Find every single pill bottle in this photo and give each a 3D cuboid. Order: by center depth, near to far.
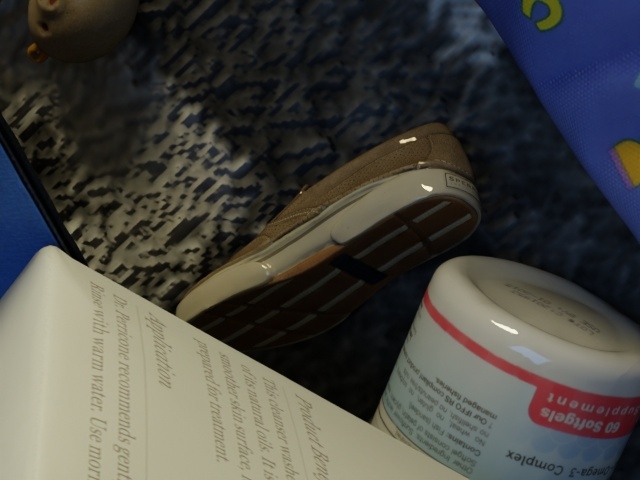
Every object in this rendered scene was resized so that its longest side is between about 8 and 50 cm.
[{"bbox_3d":[0.054,0.093,0.619,0.087,0.087,0.160,25,108,13],"label":"pill bottle"}]

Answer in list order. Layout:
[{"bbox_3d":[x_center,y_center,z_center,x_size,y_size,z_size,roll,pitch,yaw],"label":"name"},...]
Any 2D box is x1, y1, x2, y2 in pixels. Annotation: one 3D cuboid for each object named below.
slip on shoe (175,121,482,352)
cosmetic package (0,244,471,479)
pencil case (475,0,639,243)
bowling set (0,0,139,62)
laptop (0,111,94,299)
[{"bbox_3d":[0.000,0.000,0.646,0.135,0.051,0.041,-32,49,30],"label":"slip on shoe"},{"bbox_3d":[0.038,0.191,0.496,0.385,0.217,0.156,33,111,-20],"label":"cosmetic package"},{"bbox_3d":[0.161,-0.033,0.539,0.306,0.119,0.133,54,134,1],"label":"pencil case"},{"bbox_3d":[-0.227,-0.048,0.636,0.154,0.200,0.287,48,115,3],"label":"bowling set"},{"bbox_3d":[-0.275,0.113,0.560,0.236,0.408,0.382,34,155,48],"label":"laptop"}]
